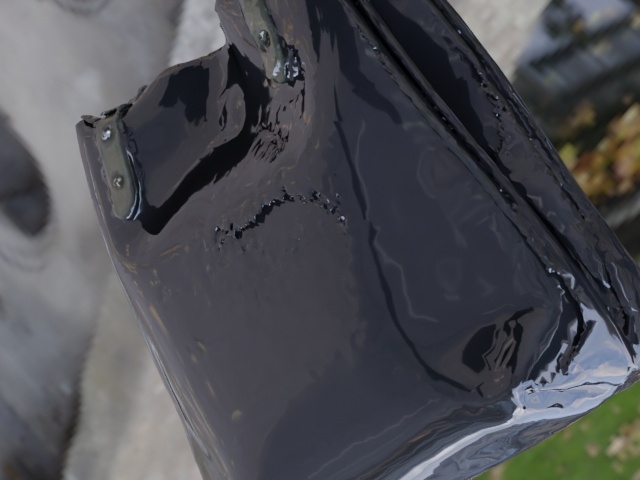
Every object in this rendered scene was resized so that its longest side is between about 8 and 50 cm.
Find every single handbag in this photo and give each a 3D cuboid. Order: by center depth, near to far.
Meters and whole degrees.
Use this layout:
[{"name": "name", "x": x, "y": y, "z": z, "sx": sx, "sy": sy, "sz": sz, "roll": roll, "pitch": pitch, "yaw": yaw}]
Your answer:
[{"name": "handbag", "x": 0.000, "y": 0.000, "z": 1.005, "sx": 0.152, "sy": 0.288, "sz": 0.342, "roll": -22, "pitch": 170, "yaw": -41}]
